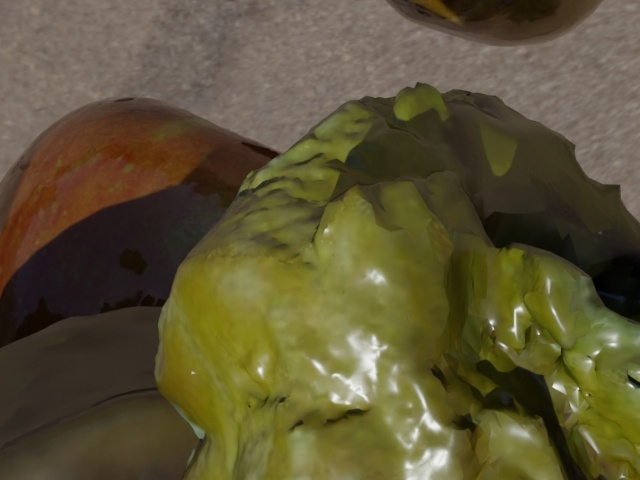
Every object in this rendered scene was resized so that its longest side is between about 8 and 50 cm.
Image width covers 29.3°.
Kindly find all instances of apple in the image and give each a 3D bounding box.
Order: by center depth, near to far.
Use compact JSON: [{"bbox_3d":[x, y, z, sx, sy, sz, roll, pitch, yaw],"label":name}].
[{"bbox_3d":[-0.116,0.054,0.969,0.340,0.339,0.339,9,108,27],"label":"apple"}]

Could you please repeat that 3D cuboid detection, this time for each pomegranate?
[{"bbox_3d":[0.172,-0.328,1.231,0.307,0.307,0.307,9,108,27],"label":"pomegranate"}]

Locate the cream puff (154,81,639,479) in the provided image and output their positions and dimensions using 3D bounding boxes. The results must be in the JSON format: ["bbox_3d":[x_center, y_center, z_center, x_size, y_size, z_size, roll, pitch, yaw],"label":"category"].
[{"bbox_3d":[0.078,0.059,0.460,0.185,0.282,0.281,-12,98,42],"label":"cream puff"}]

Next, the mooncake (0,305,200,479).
[{"bbox_3d":[-0.088,0.237,0.684,0.394,0.246,0.393,33,91,-28],"label":"mooncake"}]
